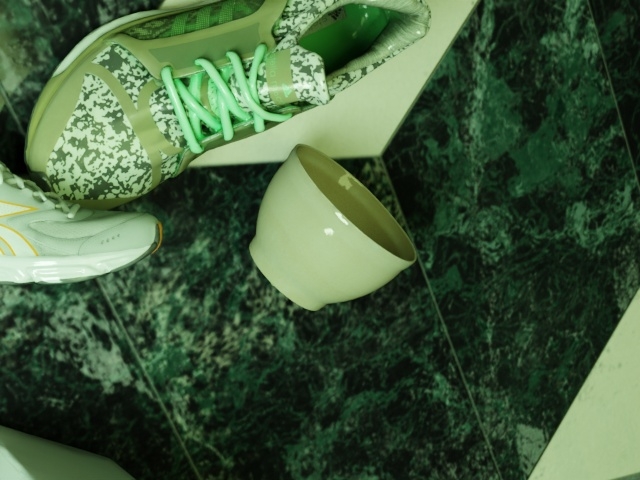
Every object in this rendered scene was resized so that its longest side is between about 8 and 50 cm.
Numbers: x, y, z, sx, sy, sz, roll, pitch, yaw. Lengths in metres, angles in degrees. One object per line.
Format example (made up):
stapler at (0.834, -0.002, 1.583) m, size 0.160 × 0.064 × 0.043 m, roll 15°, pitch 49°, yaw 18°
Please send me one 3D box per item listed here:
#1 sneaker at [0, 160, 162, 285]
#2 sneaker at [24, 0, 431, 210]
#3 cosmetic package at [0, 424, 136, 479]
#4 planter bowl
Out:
sneaker at (-0.262, -0.025, 1.002) m, size 0.262 × 0.099 × 0.121 m, roll -2°, pitch 94°, yaw -4°
sneaker at (-0.072, -0.149, 1.092) m, size 0.410 × 0.182 × 0.158 m, roll -34°, pitch 116°, yaw -20°
cosmetic package at (-0.288, 0.413, 1.051) m, size 0.161 × 0.230 × 0.453 m, roll 25°, pitch 87°, yaw -35°
planter bowl at (0.000, 0.000, 1.205) m, size 0.162 × 0.162 × 0.109 m, roll 33°, pitch 108°, yaw -34°
